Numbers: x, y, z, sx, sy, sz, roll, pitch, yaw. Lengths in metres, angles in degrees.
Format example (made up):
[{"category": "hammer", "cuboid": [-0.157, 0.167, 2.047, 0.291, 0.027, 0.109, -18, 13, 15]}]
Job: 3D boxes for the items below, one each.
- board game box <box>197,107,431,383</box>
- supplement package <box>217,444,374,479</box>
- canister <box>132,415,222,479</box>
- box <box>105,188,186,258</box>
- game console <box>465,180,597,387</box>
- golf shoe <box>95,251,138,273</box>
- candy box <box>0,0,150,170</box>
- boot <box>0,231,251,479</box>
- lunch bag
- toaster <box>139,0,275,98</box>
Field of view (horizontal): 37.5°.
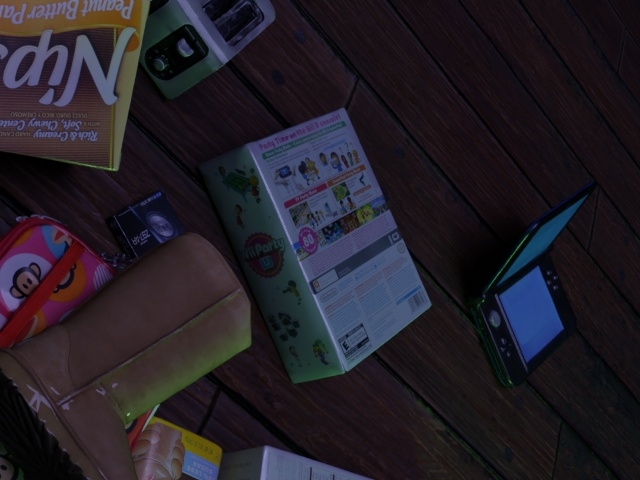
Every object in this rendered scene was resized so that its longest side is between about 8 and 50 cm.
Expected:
[{"category": "board game box", "cuboid": [0.000, 0.000, 1.237, 0.224, 0.097, 0.303, -29, 97, -51]}, {"category": "supplement package", "cuboid": [-0.037, 0.305, 1.059, 0.179, 0.105, 0.105, 28, 54, -38]}, {"category": "canister", "cuboid": [-0.168, 0.276, 0.951, 0.126, 0.073, 0.170, 34, 50, -35]}, {"category": "box", "cuboid": [-0.198, -0.013, 1.080, 0.083, 0.018, 0.067, -37, 102, -49]}, {"category": "game console", "cuboid": [0.389, 0.070, 1.581, 0.293, 0.173, 0.250, -26, 94, -49]}, {"category": "golf shoe", "cuboid": [-0.180, 0.064, 1.026, 0.186, 0.067, 0.086, 17, 90, -39]}, {"category": "candy box", "cuboid": [-0.329, -0.182, 0.890, 0.316, 0.087, 0.183, 8, 95, -44]}, {"category": "boot", "cuboid": [-0.143, 0.136, 0.841, 0.269, 0.089, 0.236, -33, 95, -51]}, {"category": "lunch bag", "cuboid": [-0.286, 0.126, 0.856, 0.258, 0.120, 0.293, 47, 43, -19]}, {"category": "toaster", "cuboid": [-0.161, -0.292, 1.168, 0.168, 0.110, 0.186, 56, 42, -17]}]
